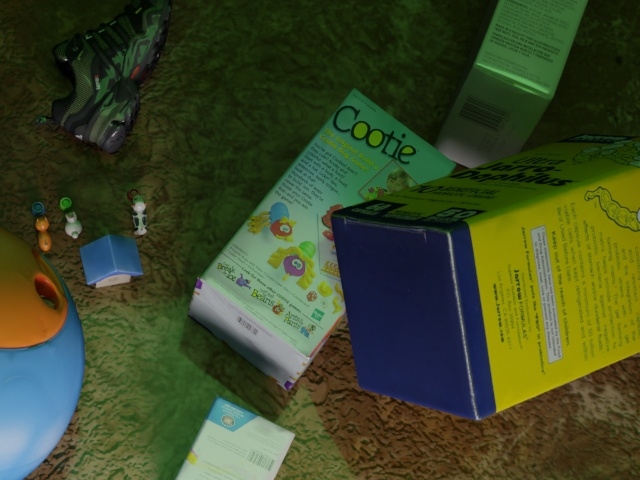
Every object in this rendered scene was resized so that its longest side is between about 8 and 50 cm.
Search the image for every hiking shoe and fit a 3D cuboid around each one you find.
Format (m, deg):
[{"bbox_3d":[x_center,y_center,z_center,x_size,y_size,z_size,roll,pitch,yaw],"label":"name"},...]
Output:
[{"bbox_3d":[-0.238,-0.215,1.901,0.114,0.086,0.227,19,67,-3],"label":"hiking shoe"}]

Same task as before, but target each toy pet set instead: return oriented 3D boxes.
[{"bbox_3d":[-0.242,-0.008,1.837,0.122,0.065,0.114,-11,73,-12],"label":"toy pet set"}]

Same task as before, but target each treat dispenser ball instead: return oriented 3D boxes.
[{"bbox_3d":[-0.373,0.115,1.653,0.288,0.288,0.288,3,70,-8],"label":"treat dispenser ball"}]

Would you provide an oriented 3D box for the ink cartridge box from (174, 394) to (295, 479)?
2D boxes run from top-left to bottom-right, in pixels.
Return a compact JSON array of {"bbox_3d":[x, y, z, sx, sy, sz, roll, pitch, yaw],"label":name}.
[{"bbox_3d":[-0.101,0.250,1.755,0.092,0.090,0.143,27,70,1],"label":"ink cartridge box"}]

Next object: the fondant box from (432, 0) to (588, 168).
[{"bbox_3d":[0.239,-0.263,1.915,0.096,0.238,0.330,23,68,1],"label":"fondant box"}]

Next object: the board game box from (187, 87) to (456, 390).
[{"bbox_3d":[0.000,0.000,1.833,0.144,0.142,0.275,37,70,4],"label":"board game box"}]

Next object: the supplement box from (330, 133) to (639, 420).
[{"bbox_3d":[0.218,0.025,1.750,0.356,0.194,0.195,-18,106,-33],"label":"supplement box"}]
